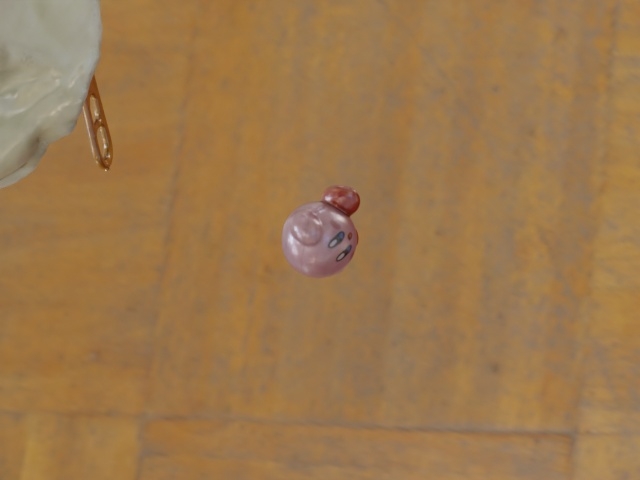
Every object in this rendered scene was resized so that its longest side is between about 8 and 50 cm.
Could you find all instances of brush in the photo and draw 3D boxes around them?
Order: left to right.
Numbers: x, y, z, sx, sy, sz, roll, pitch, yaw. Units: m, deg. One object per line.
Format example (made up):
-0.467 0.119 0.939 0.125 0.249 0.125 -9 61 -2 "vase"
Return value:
-0.209 -0.202 1.525 0.017 0.090 0.314 -7 112 13 "brush"

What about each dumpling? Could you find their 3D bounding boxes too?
-0.205 -0.111 0.945 0.193 0.147 0.258 36 117 5 "dumpling"

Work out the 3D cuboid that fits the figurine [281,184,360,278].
0.000 0.000 1.646 0.067 0.083 0.071 9 48 29 "figurine"
